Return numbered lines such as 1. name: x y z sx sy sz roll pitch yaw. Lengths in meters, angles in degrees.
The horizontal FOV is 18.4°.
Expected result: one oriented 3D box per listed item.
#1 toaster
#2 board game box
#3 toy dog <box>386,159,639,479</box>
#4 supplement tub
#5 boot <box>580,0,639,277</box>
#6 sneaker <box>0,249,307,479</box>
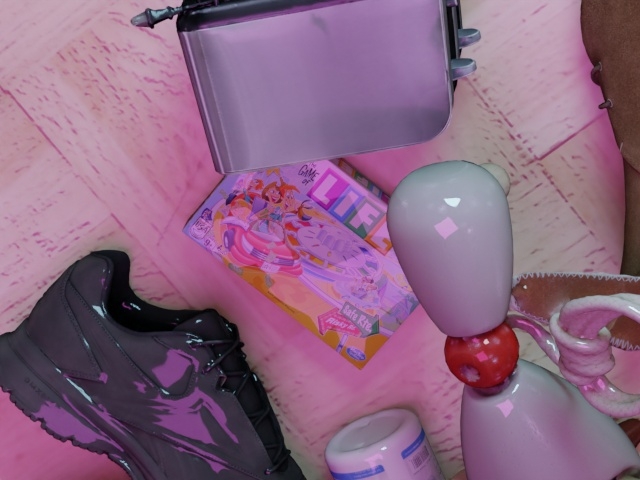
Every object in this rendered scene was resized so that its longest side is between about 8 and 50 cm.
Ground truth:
1. toaster: 0.000 -0.123 1.196 0.185 0.168 0.110 -9 108 9
2. board game box: 0.000 0.000 1.314 0.154 0.026 0.103 38 109 -7
3. toy dog: 0.147 0.083 1.238 0.220 0.161 0.334 22 135 22
4. supplement tub: 0.053 0.175 1.346 0.071 0.071 0.107 -20 105 13
5. boot: 0.218 -0.089 1.238 0.115 0.112 0.305 23 118 31
6. sneaker: -0.080 0.119 1.315 0.286 0.109 0.130 37 103 0
